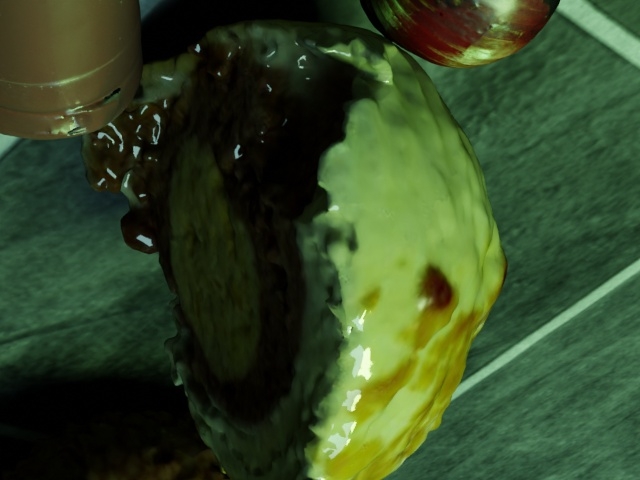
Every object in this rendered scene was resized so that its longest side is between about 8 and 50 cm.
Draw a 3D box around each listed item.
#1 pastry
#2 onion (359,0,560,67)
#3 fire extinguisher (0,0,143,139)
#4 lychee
[{"bbox_3d":[0.005,0.006,0.780,0.170,0.237,0.256,-17,-177,-30],"label":"pastry"},{"bbox_3d":[0.068,-0.140,0.737,0.118,0.117,0.118,8,152,4],"label":"onion"},{"bbox_3d":[-0.131,-0.164,0.633,0.104,0.105,0.269,-11,145,-11],"label":"fire extinguisher"},{"bbox_3d":[-0.127,0.248,1.071,0.267,0.267,0.267,-12,145,-9],"label":"lychee"}]
